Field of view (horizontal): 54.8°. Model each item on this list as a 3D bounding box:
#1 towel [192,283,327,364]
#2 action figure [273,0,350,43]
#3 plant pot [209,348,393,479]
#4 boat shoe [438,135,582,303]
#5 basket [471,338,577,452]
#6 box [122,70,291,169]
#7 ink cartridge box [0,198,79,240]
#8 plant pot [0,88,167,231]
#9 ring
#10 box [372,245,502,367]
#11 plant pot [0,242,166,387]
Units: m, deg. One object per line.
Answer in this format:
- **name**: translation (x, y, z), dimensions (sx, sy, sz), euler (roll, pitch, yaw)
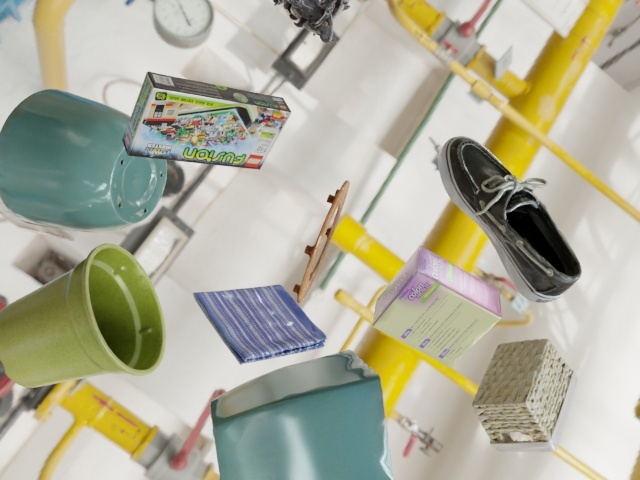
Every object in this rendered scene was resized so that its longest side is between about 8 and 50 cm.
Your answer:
- **towel**: translation (-0.150, 0.209, 1.646), dimensions (0.336, 0.243, 0.040), euler (0, 132, -53)
- **action figure**: translation (-0.025, -0.507, 1.259), dimensions (0.141, 0.164, 0.276), euler (-49, -134, 10)
- **plant pot**: translation (-0.037, 0.279, 0.903), dimensions (0.234, 0.166, 0.165), euler (-9, -174, -11)
- **boat shoe**: translation (0.288, -0.053, 0.948), dimensions (0.113, 0.306, 0.105), euler (-16, 156, -16)
- **basket**: translation (0.338, 0.253, 1.026), dimensions (0.113, 0.103, 0.167), euler (-17, -157, 43)
- **box**: translation (-0.153, -0.159, 0.852), dimensions (0.114, 0.207, 0.036), euler (-56, -132, 36)
- **ink cartridge box**: translation (-0.668, -0.105, 1.409), dimensions (0.237, 0.172, 0.100), euler (70, 35, -61)
- **plant pot**: translation (-0.466, -0.149, 1.278), dimensions (0.293, 0.235, 0.293), euler (13, 90, -71)
- **ring**: translation (0.000, 0.000, 1.573), dimensions (0.336, 0.032, 0.336), euler (22, 90, -86)
- **box**: translation (0.292, 0.171, 1.566), dimensions (0.213, 0.243, 0.117), euler (-57, -171, 34)
- **plant pot**: translation (-0.496, 0.176, 1.249), dimensions (0.254, 0.276, 0.276), euler (-20, -165, 9)
